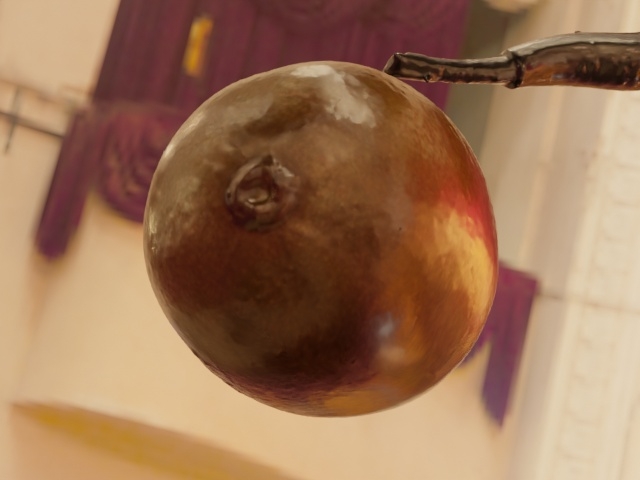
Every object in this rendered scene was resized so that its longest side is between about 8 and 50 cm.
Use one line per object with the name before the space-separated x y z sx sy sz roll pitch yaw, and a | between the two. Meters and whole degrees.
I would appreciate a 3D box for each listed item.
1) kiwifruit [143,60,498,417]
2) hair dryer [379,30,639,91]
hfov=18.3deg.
kiwifruit | 0.000 0.000 1.103 0.196 0.196 0.234 6 -8 21
hair dryer | 0.183 -0.143 1.312 0.359 0.120 0.304 -6 36 -26
